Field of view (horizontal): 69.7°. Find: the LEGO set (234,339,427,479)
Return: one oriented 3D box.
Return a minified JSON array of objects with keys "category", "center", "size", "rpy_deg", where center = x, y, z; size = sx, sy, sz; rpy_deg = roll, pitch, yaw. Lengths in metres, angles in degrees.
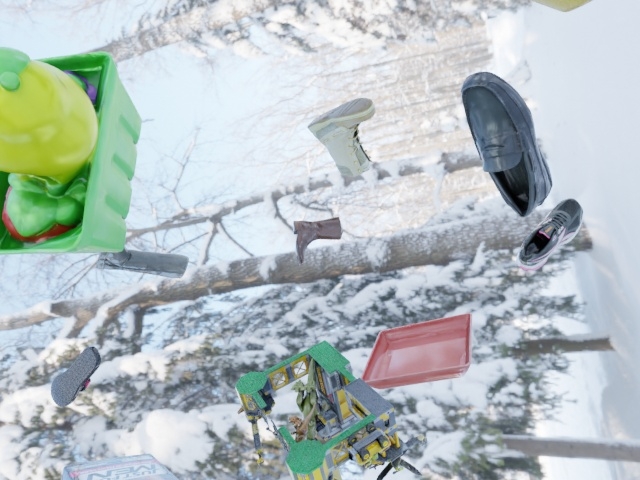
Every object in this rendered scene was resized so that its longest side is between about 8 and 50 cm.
[{"category":"LEGO set","center":[0.004,0.353,0.837],"size":[0.255,0.331,0.192],"rpy_deg":[-27,-63,-31]}]

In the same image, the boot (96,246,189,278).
[{"category":"boot","center":[-0.433,0.042,1.138],"size":[0.208,0.189,0.076],"rpy_deg":[16,-115,-23]}]

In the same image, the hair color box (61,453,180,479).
[{"category":"hair color box","center":[-0.322,0.481,0.791],"size":[0.174,0.347,0.105],"rpy_deg":[10,-99,-39]}]

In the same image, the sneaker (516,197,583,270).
[{"category":"sneaker","center":[0.479,-0.014,0.953],"size":[0.178,0.072,0.077],"rpy_deg":[-54,-30,0]}]

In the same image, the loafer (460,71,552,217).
[{"category":"loafer","center":[0.255,-0.127,0.632],"size":[0.223,0.076,0.078],"rpy_deg":[50,-119,-27]}]

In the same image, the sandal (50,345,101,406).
[{"category":"sandal","center":[-0.508,0.288,0.970],"size":[0.067,0.179,0.040],"rpy_deg":[52,-162,17]}]

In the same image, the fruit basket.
[{"category":"fruit basket","center":[-0.466,-0.159,0.750],"size":[0.392,0.283,0.392],"rpy_deg":[-2,-90,-78]}]

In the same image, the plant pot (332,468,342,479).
[{"category":"plant pot","center":[0.004,0.680,1.355],"size":[0.081,0.081,0.083],"rpy_deg":[38,-161,-28]}]

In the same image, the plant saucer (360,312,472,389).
[{"category":"plant saucer","center":[0.248,0.276,1.128],"size":[0.048,0.258,0.259],"rpy_deg":[69,-157,-10]}]

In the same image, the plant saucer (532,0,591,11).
[{"category":"plant saucer","center":[0.354,-0.497,0.789],"size":[0.333,0.332,0.081],"rpy_deg":[-45,-21,-39]}]

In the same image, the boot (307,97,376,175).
[{"category":"boot","center":[0.080,-0.237,1.086],"size":[0.077,0.213,0.165],"rpy_deg":[-48,-65,-28]}]

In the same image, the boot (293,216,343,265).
[{"category":"boot","center":[0.000,0.000,1.013],"size":[0.037,0.114,0.106],"rpy_deg":[122,144,-73]}]
